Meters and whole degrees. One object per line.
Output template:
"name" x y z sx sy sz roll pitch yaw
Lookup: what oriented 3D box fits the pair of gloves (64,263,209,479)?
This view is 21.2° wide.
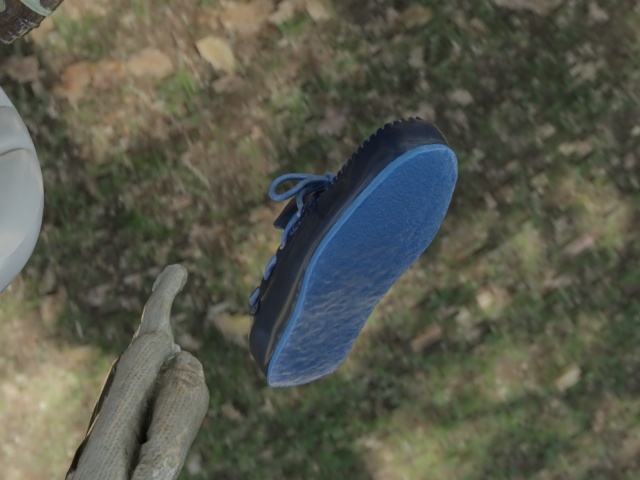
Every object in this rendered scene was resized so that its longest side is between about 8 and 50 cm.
"pair of gloves" -0.101 0.144 0.577 0.042 0.204 0.240 24 129 -2

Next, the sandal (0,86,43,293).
"sandal" -0.254 -0.045 0.704 0.169 0.416 0.102 -24 130 -36

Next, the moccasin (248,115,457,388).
"moccasin" 0.000 0.000 1.514 0.138 0.117 0.342 -3 143 -35

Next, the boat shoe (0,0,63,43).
"boat shoe" -0.382 -0.305 1.736 0.095 0.095 0.257 -44 87 15
